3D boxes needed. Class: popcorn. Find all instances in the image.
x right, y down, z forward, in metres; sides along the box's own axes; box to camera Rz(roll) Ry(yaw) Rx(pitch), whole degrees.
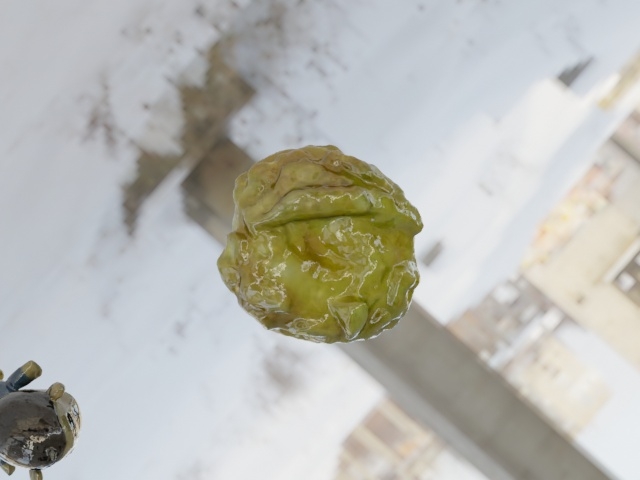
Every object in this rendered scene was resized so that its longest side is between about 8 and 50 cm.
[{"bbox_3d":[-0.002,0.001,1.781,0.197,0.197,0.155,-49,-157,-3],"label":"popcorn"}]

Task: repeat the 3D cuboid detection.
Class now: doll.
[{"bbox_3d":[-0.252,0.153,1.638,0.179,0.089,0.102,27,-73,61],"label":"doll"}]
